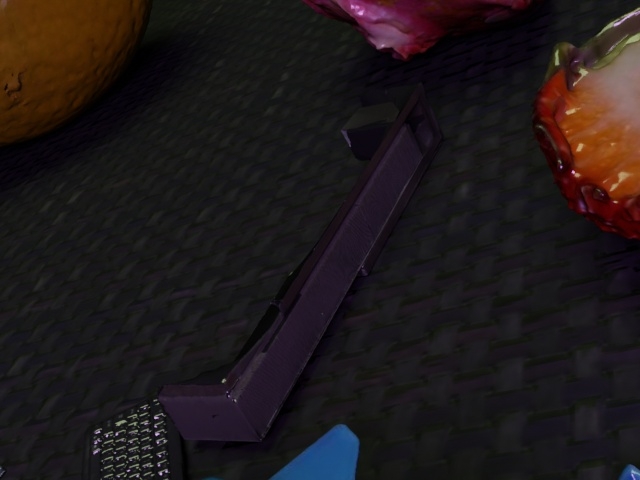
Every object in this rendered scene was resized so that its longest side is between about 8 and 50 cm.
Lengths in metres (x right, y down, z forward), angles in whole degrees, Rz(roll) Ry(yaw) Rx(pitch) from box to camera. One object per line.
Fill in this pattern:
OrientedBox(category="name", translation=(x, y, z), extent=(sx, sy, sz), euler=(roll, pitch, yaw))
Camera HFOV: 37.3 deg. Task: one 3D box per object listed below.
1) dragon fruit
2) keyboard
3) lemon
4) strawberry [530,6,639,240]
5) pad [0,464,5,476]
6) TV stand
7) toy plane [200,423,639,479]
OrientedBox(category="dragon fruit", translation=(0.073, -0.197, 0.699), extent=(0.161, 0.126, 0.274), euler=(-24, 18, 27))
OrientedBox(category="keyboard", translation=(-0.081, 0.118, 0.412), extent=(0.053, 0.010, 0.155), euler=(-26, 28, 0))
OrientedBox(category="lemon", translation=(-0.326, -0.248, 0.915), extent=(0.336, 0.336, 0.336), euler=(-21, 29, 12))
OrientedBox(category="strawberry", translation=(0.172, -0.042, 0.390), extent=(0.146, 0.082, 0.187), euler=(-32, 34, 3))
OrientedBox(category="pad", translation=(-0.294, 0.163, 0.527), extent=(0.243, 0.004, 0.163), euler=(2, 40, 43))
OrientedBox(category="TV stand", translation=(0.000, 0.000, 0.505), extent=(0.049, 0.040, 0.256), euler=(-6, 35, 34))
OrientedBox(category="toy plane", translation=(0.016, 0.131, 0.218), extent=(0.254, 0.105, 0.271), euler=(-20, 22, -20))
